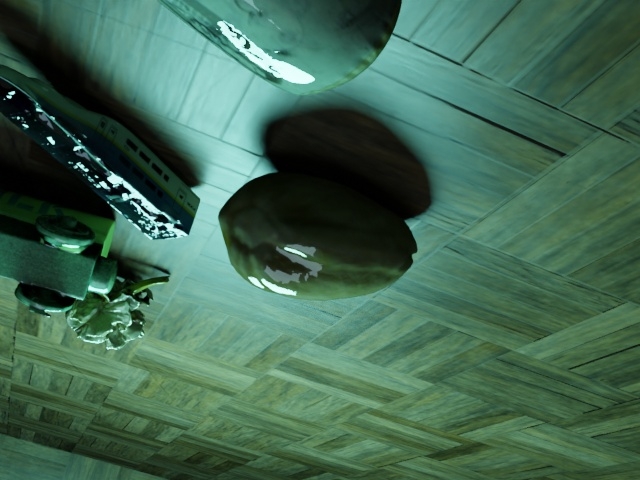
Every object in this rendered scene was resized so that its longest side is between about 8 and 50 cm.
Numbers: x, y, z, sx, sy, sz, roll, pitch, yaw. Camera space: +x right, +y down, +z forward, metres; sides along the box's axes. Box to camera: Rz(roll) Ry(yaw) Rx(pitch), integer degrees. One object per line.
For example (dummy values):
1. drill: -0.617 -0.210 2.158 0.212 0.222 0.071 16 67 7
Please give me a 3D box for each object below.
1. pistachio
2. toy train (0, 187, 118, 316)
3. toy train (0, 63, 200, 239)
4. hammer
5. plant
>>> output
1. pistachio: 0.000 0.000 0.674 0.186 0.108 0.126 13 180 -15
2. toy train: -0.331 -0.010 0.779 0.253 0.105 0.157 16 -166 -11
3. toy train: -0.197 -0.082 0.660 0.052 0.051 0.234 -6 143 32
4. hammer: 0.005 -0.138 0.299 0.202 0.113 0.305 30 177 -34
5. plant: -0.248 0.073 0.936 0.122 0.104 0.116 -29 159 20
